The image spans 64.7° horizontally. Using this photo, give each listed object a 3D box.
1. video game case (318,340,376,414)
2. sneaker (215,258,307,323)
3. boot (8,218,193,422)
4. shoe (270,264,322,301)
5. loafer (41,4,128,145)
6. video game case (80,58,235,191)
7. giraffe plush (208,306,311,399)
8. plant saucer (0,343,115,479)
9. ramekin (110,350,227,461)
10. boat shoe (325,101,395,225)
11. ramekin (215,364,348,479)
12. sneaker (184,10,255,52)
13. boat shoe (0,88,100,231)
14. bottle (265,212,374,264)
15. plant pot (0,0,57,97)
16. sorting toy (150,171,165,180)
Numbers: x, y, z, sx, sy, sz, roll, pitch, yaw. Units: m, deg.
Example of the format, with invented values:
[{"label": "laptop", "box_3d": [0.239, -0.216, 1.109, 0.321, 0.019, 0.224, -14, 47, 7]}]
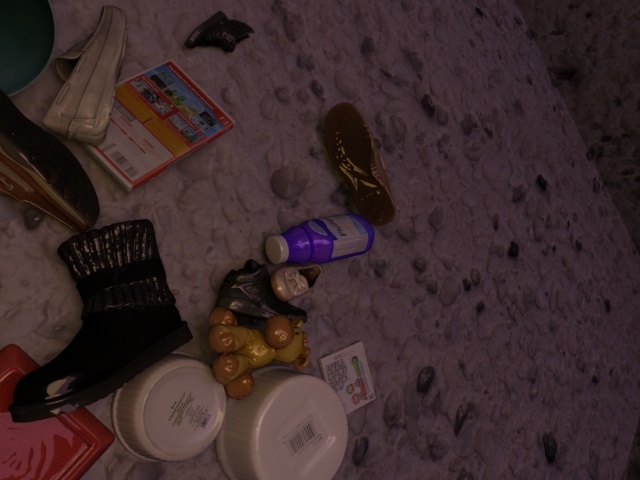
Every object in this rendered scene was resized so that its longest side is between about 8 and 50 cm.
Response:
[{"label": "video game case", "box_3d": [0.070, 0.352, 1.282, 0.143, 0.019, 0.157, -14, 91, -39]}, {"label": "sneaker", "box_3d": [-0.116, 0.117, 1.137, 0.228, 0.087, 0.130, 21, 73, -30]}, {"label": "boot", "box_3d": [-0.396, 0.119, 0.867, 0.348, 0.131, 0.260, -31, 103, -57]}, {"label": "shoe", "box_3d": [-0.051, 0.086, 1.144, 0.076, 0.058, 0.219, 62, 16, 5]}, {"label": "loafer", "box_3d": [-0.432, -0.325, 0.944, 0.112, 0.112, 0.319, 13, 57, -25]}, {"label": "video game case", "box_3d": [-0.342, -0.243, 1.024, 0.204, 0.025, 0.285, 45, 55, 3]}, {"label": "giraffe plush", "box_3d": [-0.111, 0.215, 1.021, 0.210, 0.171, 0.181, 68, 7, -64]}, {"label": "plant saucer", "box_3d": [-0.508, 0.346, 0.812, 0.258, 0.048, 0.259, 53, 55, -18]}, {"label": "ramekin", "box_3d": [-0.276, 0.315, 0.960, 0.207, 0.109, 0.207, 9, 76, -37]}, {"label": "boat shoe", "box_3d": [0.108, -0.205, 1.373, 0.110, 0.122, 0.340, -54, 124, -73]}, {"label": "ramekin", "box_3d": [-0.071, 0.411, 1.086, 0.277, 0.135, 0.277, 9, 76, -37]}, {"label": "sneaker", "box_3d": [-0.234, -0.474, 1.180, 0.089, 0.051, 0.170, 45, 54, -18]}, {"label": "boat shoe", "box_3d": [-0.520, -0.136, 0.854, 0.324, 0.120, 0.122, 56, 15, -36]}, {"label": "bottle", "box_3d": [0.000, 0.000, 1.233, 0.283, 0.118, 0.092, -11, 129, -38]}, {"label": "plant pot", "box_3d": [-0.577, -0.390, 0.781, 0.290, 0.290, 0.195, 6, 44, -37]}, {"label": "sorting toy", "box_3d": [-0.356, -0.155, 1.033, 0.075, 0.045, 0.083, -29, 89, -51]}]
